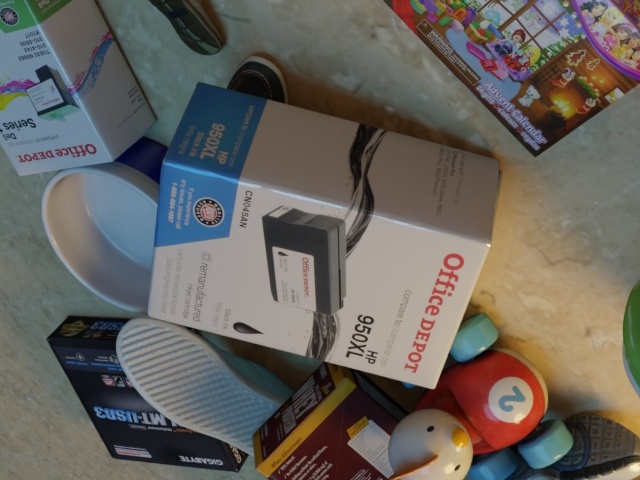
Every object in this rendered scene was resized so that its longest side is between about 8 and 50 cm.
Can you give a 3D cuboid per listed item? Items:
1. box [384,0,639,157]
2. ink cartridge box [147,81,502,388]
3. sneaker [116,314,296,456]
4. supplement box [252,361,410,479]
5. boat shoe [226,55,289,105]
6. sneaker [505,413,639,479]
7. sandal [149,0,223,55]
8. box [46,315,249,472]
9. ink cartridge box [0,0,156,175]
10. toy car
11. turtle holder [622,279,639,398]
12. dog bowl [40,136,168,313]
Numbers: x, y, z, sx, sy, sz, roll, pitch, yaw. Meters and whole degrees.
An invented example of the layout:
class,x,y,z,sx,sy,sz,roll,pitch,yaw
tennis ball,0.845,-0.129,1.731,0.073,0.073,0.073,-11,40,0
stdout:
class,x,y,z,sx,sy,sz,roll,pitch,yaw
box,0.211,-0.253,1.212,0.293,0.057,0.201,44,134,-7
ink cartridge box,0.000,0.000,1.405,0.395,0.166,0.285,14,134,1
sneaker,-0.163,0.231,1.756,0.366,0.150,0.135,38,95,-13
supplement box,0.034,0.307,1.652,0.194,0.129,0.191,42,95,-13
boat shoe,-0.114,-0.133,1.493,0.095,0.079,0.254,33,135,4
sneaker,0.360,0.337,1.589,0.129,0.111,0.297,36,144,-16
sandal,-0.177,-0.314,1.413,0.072,0.049,0.180,-1,139,39
box,-0.297,0.269,1.943,0.296,0.073,0.293,0,124,32
ink cartridge box,-0.387,-0.240,1.546,0.201,0.117,0.278,-5,123,34
toy car,0.178,0.260,1.496,0.210,0.238,0.219,-35,90,44
turtle holder,0.504,0.120,1.247,0.320,0.243,0.227,-22,137,-1
dog bowl,-0.281,-0.023,1.668,0.265,0.104,0.265,16,132,19
